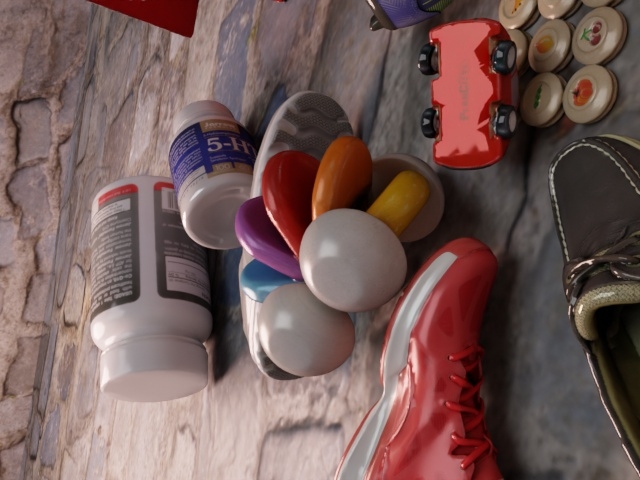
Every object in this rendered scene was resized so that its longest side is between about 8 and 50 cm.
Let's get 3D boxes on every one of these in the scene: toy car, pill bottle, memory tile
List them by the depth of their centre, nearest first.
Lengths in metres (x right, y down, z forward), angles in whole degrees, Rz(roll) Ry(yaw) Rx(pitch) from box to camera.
[{"bbox_3d":[0.118,-0.193,0.438,0.225,0.053,0.239,-36,79,33],"label":"toy car"},{"bbox_3d":[0.158,-0.149,0.459,0.113,0.012,0.147,12,94,61],"label":"memory tile"},{"bbox_3d":[0.000,0.000,0.526,0.182,0.136,0.159,-58,-5,36],"label":"toy car"},{"bbox_3d":[-0.129,-0.089,0.846,0.112,0.112,0.186,-60,36,33],"label":"pill bottle"},{"bbox_3d":[-0.233,0.067,0.941,0.161,0.161,0.283,-45,46,47],"label":"pill bottle"}]

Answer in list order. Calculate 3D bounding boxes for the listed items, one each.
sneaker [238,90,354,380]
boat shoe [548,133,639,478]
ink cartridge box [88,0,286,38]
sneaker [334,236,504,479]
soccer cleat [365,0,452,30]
[{"bbox_3d":[-0.043,-0.010,0.683,0.115,0.105,0.281,21,102,60],"label":"sneaker"},{"bbox_3d":[0.163,0.032,0.342,0.080,0.074,0.223,-47,44,45],"label":"boat shoe"},{"bbox_3d":[-0.130,-0.362,0.723,0.130,0.309,0.271,17,101,16],"label":"ink cartridge box"},{"bbox_3d":[0.101,0.118,0.455,0.128,0.087,0.221,30,109,40],"label":"sneaker"},{"bbox_3d":[0.077,-0.306,0.593,0.121,0.093,0.288,-17,59,25],"label":"soccer cleat"}]
